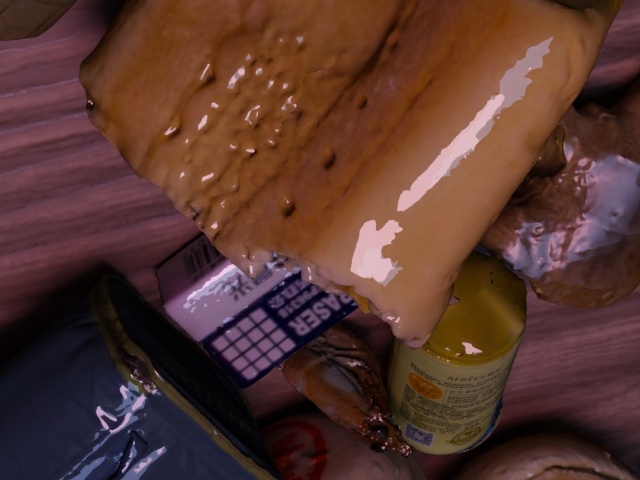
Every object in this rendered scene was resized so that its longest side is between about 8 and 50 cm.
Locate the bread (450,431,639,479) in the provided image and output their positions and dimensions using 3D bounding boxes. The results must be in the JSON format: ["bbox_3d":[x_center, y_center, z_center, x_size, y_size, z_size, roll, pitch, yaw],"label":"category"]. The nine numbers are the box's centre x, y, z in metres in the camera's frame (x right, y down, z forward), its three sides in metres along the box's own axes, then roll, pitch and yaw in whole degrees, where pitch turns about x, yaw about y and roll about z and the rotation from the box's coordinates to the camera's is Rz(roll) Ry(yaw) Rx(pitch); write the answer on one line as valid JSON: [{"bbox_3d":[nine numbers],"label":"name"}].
[{"bbox_3d":[0.216,0.347,1.749,0.305,0.159,0.305,-3,97,-27],"label":"bread"}]

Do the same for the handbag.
[{"bbox_3d":[-0.200,0.195,1.536,0.241,0.222,0.263,-38,124,4],"label":"handbag"}]

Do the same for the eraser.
[{"bbox_3d":[0.000,0.000,1.548,0.287,0.086,0.130,-37,123,8],"label":"eraser"}]

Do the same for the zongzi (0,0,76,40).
[{"bbox_3d":[-0.239,-0.302,1.303,0.228,0.115,0.256,-32,90,41],"label":"zongzi"}]

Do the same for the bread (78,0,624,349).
[{"bbox_3d":[0.057,-0.165,1.327,0.394,0.361,0.250,-55,160,16],"label":"bread"}]

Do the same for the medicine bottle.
[{"bbox_3d":[0.123,0.101,1.576,0.124,0.124,0.239,-10,148,-9],"label":"medicine bottle"}]

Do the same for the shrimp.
[{"bbox_3d":[0.026,0.136,1.587,0.091,0.184,0.043,-23,143,-23],"label":"shrimp"}]

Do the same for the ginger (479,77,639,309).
[{"bbox_3d":[0.280,-0.054,1.570,0.219,0.123,0.270,34,106,-27],"label":"ginger"}]

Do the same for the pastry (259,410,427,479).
[{"bbox_3d":[-0.016,0.277,1.618,0.265,0.265,0.133,-34,123,7],"label":"pastry"}]
